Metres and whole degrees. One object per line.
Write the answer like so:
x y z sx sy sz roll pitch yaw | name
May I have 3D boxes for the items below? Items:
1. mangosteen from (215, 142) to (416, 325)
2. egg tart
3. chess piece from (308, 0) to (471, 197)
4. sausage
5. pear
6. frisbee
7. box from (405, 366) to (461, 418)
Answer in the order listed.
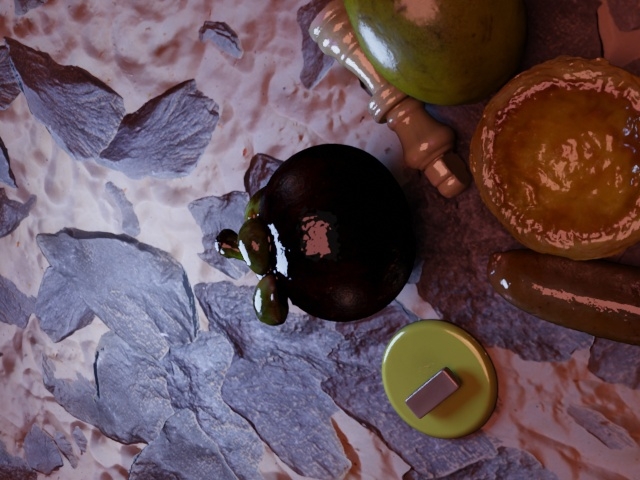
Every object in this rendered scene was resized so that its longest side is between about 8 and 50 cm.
0.012 -0.005 1.274 0.329 0.330 0.331 7 103 31 | mangosteen
0.390 -0.126 1.116 0.318 0.128 0.319 6 103 27 | egg tart
0.135 -0.246 1.274 0.117 0.117 0.397 -40 79 31 | chess piece
0.494 0.098 1.094 0.500 0.123 0.136 8 134 33 | sausage
0.177 -0.351 1.117 0.252 0.253 0.307 -30 113 33 | pear
0.218 0.263 1.369 0.235 0.017 0.236 7 102 32 | frisbee
0.209 0.283 1.352 0.048 0.025 0.115 48 120 10 | box
